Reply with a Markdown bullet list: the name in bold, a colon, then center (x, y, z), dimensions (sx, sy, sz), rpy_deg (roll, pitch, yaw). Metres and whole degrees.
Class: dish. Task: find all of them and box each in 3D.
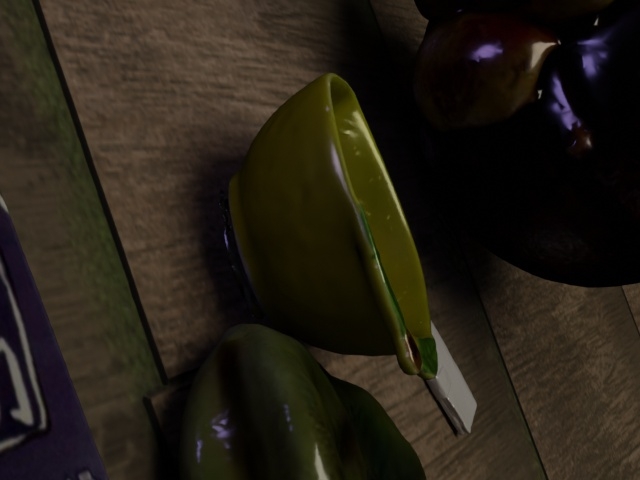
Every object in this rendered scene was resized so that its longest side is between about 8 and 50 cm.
- **dish**: center (0.000, 0.000, 0.739), dimensions (0.208, 0.080, 0.149), rpy_deg (-98, 163, -47)

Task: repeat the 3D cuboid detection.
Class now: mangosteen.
- **mangosteen**: center (0.195, -0.132, 1.020), dimensions (0.347, 0.306, 0.307), rpy_deg (46, 31, -35)

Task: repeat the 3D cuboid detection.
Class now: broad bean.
- **broad bean**: center (-0.004, 0.110, 0.677), dimensions (0.206, 0.072, 0.153), rpy_deg (25, 48, -73)

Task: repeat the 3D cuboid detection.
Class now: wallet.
- **wallet**: center (0.081, 0.087, 0.942), dimensions (0.083, 0.011, 0.044), rpy_deg (60, 24, -20)

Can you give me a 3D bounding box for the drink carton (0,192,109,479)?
- **drink carton**: center (-0.153, 0.019, 0.371), dimensions (0.134, 0.101, 0.222), rpy_deg (-12, 80, -65)
